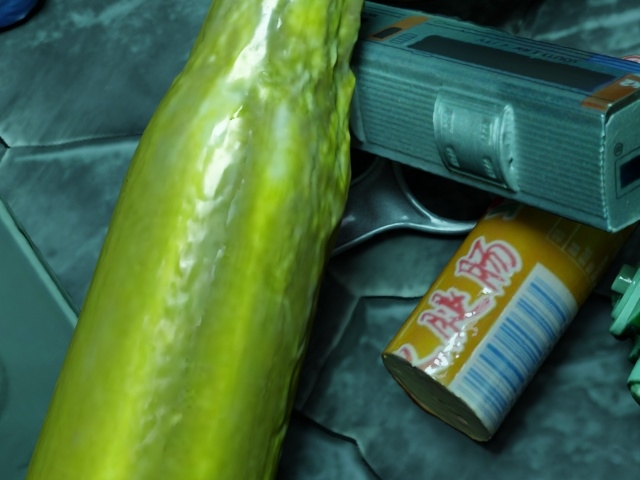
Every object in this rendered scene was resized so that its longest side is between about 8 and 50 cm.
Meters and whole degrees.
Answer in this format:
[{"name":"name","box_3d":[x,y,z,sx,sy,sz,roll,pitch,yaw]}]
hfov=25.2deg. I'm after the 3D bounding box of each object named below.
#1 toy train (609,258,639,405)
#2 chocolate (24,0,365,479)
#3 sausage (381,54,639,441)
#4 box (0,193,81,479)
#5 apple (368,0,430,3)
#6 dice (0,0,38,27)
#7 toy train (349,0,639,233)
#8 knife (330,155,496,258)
[{"name":"toy train","box_3d":[0.283,-0.028,0.875,0.120,0.202,0.301,31,73,6]},{"name":"chocolate","box_3d":[-0.057,0.016,0.896,0.162,0.162,0.445,16,88,20]},{"name":"sausage","box_3d":[0.163,-0.016,0.967,0.093,0.093,0.312,30,73,25]},{"name":"box","box_3d":[-0.382,0.055,0.915,0.396,0.396,0.111,-33,20,-5]},{"name":"apple","box_3d":[0.057,-0.347,1.028,0.339,0.339,0.339,-6,62,11]},{"name":"dice","box_3d":[-0.310,-0.256,1.175,0.146,0.143,0.146,-17,60,0]},{"name":"toy train","box_3d":[0.049,-0.103,0.961,0.089,0.086,0.409,-29,34,-34]},{"name":"knife","box_3d":[0.000,0.001,1.017,0.278,0.053,0.123,-25,72,-7]}]
